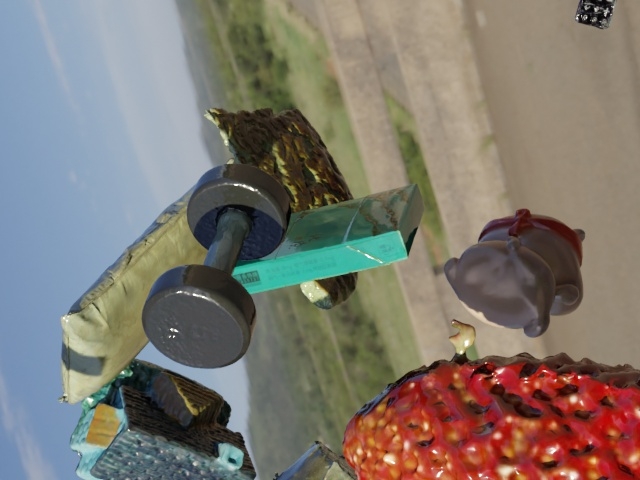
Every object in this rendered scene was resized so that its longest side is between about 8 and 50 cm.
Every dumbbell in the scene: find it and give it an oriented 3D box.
[{"bbox_3d":[-0.092,0.021,1.052,0.191,0.100,0.100,-74,-25,-49],"label":"dumbbell"}]

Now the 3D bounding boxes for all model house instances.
[{"bbox_3d":[-0.244,0.307,1.862,0.241,0.261,0.226,-21,49,62],"label":"model house"}]

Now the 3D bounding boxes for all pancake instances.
[{"bbox_3d":[-0.044,-0.060,1.895,0.304,0.067,0.427,11,-131,-46],"label":"pancake"}]

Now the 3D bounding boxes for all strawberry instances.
[{"bbox_3d":[0.203,0.206,1.049,0.343,0.292,0.292,30,175,2],"label":"strawberry"}]

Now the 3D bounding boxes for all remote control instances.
[{"bbox_3d":[0.256,-0.242,1.041,0.014,0.039,0.096,-145,65,-67],"label":"remote control"}]

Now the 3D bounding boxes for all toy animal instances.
[{"bbox_3d":[0.271,0.041,1.566,0.197,0.171,0.171,-34,-69,-54],"label":"toy animal"}]

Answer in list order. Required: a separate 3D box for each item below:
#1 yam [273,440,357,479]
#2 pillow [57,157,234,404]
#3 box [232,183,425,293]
[{"bbox_3d":[-0.037,0.403,1.274,0.241,0.348,0.241,44,176,4],"label":"yam"},{"bbox_3d":[-0.195,0.050,1.313,0.075,0.302,0.185,33,144,14],"label":"pillow"},{"bbox_3d":[0.000,0.000,1.321,0.161,0.226,0.042,-62,-44,-64],"label":"box"}]
